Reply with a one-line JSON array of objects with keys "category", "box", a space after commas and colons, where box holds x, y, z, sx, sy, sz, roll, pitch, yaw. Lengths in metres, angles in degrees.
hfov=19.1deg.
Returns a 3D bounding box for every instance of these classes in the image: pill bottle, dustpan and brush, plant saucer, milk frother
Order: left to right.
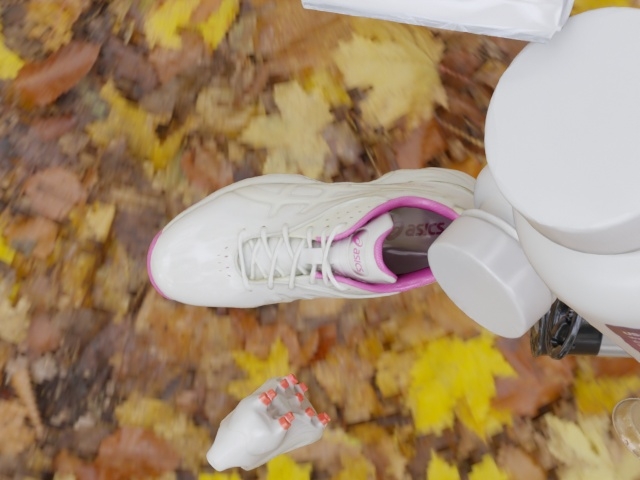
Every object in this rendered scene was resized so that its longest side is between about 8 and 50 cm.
[{"category": "dustpan and brush", "box": [0.075, -0.217, 0.997, 0.147, 0.060, 0.211, 10, 97, 13]}, {"category": "pill bottle", "box": [0.199, -0.034, 1.532, 0.229, 0.131, 0.131, -44, 102, -20]}, {"category": "milk frother", "box": [0.256, 0.067, 1.645, 0.135, 0.143, 0.129, 1, 130, -1]}, {"category": "plant saucer", "box": [0.286, 0.161, 1.604, 0.015, 0.083, 0.083, -44, 104, -33]}, {"category": "pill bottle", "box": [0.211, -0.013, 1.078, 0.169, 0.169, 0.301, -45, 145, 7]}]

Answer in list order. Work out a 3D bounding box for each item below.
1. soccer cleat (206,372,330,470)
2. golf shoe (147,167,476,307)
[{"category": "soccer cleat", "box": [-0.048, 0.162, 1.658, 0.076, 0.196, 0.068, -39, 80, 10]}, {"category": "golf shoe", "box": [0.000, 0.000, 1.613, 0.306, 0.140, 0.115, -10, 99, 2]}]
